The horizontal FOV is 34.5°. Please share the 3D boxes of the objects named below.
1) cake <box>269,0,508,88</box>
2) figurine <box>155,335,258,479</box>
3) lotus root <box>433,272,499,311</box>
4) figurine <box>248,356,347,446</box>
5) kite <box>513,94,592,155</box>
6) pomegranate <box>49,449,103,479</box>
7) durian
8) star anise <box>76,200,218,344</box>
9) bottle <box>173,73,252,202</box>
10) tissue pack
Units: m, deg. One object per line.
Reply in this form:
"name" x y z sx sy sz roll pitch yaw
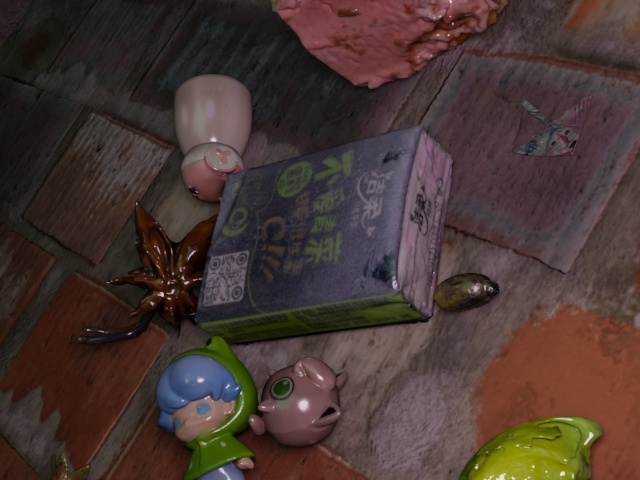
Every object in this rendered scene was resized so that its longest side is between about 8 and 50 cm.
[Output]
"cake" 0.109 -0.445 1.672 0.314 0.307 0.293 -16 53 35
"figurine" -0.164 0.279 1.544 0.162 0.143 0.263 -34 60 32
"lotus root" 0.200 0.069 1.409 0.099 0.054 0.049 -15 73 37
"figurine" -0.029 0.229 1.456 0.138 0.125 0.125 -18 49 15
"kite" 0.335 -0.170 1.493 0.137 0.005 0.152 -36 43 15
"pomegranate" -0.445 0.450 1.667 0.220 0.156 0.156 -51 39 -13
"durian" 0.223 0.304 1.188 0.139 0.101 0.250 23 76 13
"star anise" -0.292 0.072 1.792 0.346 0.148 0.237 -44 84 9
"bottle" -0.198 -0.174 1.895 0.147 0.147 0.236 -22 56 31
"tissue pack" 0.000 0.000 1.594 0.394 0.124 0.288 -12 56 37
